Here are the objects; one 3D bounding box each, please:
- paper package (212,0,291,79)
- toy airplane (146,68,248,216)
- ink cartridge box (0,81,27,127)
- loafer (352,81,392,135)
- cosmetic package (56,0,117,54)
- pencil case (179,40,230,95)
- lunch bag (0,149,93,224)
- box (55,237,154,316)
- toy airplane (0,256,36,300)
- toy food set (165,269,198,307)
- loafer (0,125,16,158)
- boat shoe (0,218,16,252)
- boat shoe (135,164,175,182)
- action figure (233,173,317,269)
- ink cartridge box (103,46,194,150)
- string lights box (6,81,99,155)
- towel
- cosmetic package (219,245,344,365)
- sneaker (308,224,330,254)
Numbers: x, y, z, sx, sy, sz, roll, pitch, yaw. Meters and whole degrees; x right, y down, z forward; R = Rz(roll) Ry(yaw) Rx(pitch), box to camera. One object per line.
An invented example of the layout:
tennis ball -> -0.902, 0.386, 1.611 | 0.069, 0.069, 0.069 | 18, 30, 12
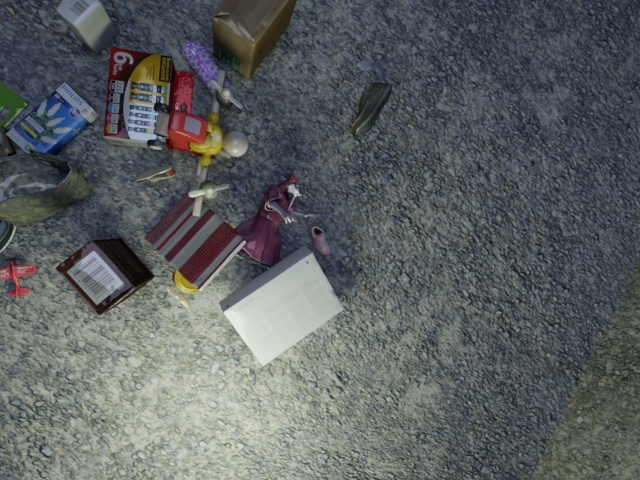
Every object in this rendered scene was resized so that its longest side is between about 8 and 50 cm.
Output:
paper package -> -0.229, -0.771, 1.619 | 0.168, 0.325, 0.309 | 35, 83, -10
toy airplane -> -0.368, -0.327, 1.573 | 0.272, 0.384, 0.386 | 9, 132, 10
ink cartridge box -> -1.157, -0.487, 1.543 | 0.255, 0.097, 0.189 | 40, 83, -8
loafer -> 0.191, -0.525, 1.840 | 0.087, 0.094, 0.251 | 29, 74, 14
cosmetic package -> -0.772, -0.728, 1.553 | 0.085, 0.231, 0.117 | 41, 82, -9
pencil case -> -0.417, -0.631, 1.702 | 0.086, 0.088, 0.206 | -39, 99, -7
lunch bag -> -0.918, -0.180, 1.517 | 0.287, 0.235, 0.169 | -19, 83, -14
box -> -0.677, 0.104, 1.502 | 0.143, 0.381, 0.191 | -40, 97, -7
toy airplane -> -1.050, 0.132, 1.603 | 0.151, 0.028, 0.151 | 0, 91, -10
toy food set -> -0.473, 0.118, 1.699 | 0.128, 0.071, 0.218 | 43, 75, -30
loafer -> -1.069, -0.313, 1.586 | 0.050, 0.056, 0.148 | 2, 100, -13
boat shoe -> -1.157, 0.031, 1.548 | 0.114, 0.091, 0.302 | 43, 82, -9
boat shoe -> -0.598, -0.232, 1.689 | 0.137, 0.049, 0.043 | -22, 134, -12
action figure -> -0.189, -0.088, 1.732 | 0.276, 0.248, 0.370 | 22, 84, 18
ink cartridge box -> -0.598, -0.488, 1.644 | 0.272, 0.130, 0.309 | 4, 89, -13
string lights box -> -0.917, -0.400, 1.603 | 0.133, 0.077, 0.259 | 44, 82, -8
towel -> -0.442, -0.003, 1.639 | 0.329, 0.037, 0.237 | 38, 83, 25
cosmetic package -> -0.136, 0.240, 1.720 | 0.377, 0.097, 0.284 | -33, 119, -10
sneaker -> 0.000, 0.000, 1.803 | 0.051, 0.070, 0.134 | -32, 98, -12
